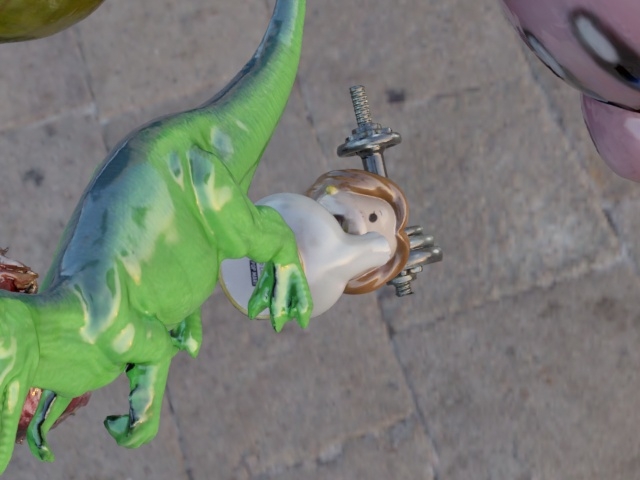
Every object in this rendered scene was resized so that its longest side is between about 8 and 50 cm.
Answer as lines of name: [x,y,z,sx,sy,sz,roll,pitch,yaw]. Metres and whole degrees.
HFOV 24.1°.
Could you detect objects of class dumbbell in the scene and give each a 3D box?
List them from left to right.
dumbbell: [0.069,-0.058,1.762,0.110,0.110,0.255,-14,88,-3]

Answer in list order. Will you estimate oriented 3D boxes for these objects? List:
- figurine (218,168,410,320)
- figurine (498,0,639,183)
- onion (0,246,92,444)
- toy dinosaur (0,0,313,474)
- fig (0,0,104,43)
figurine: [0.000,0.000,1.620,0.189,0.142,0.263,9,20,29]
figurine: [0.194,-0.184,0.757,0.211,0.269,0.261,35,79,-17]
onion: [-0.416,0.125,1.796,0.313,0.232,0.314,19,14,-5]
toy dinosaur: [-0.136,-0.074,1.072,0.144,0.374,0.500,0,78,27]
fig: [-0.226,-0.152,1.050,0.124,0.124,0.236,39,110,31]
